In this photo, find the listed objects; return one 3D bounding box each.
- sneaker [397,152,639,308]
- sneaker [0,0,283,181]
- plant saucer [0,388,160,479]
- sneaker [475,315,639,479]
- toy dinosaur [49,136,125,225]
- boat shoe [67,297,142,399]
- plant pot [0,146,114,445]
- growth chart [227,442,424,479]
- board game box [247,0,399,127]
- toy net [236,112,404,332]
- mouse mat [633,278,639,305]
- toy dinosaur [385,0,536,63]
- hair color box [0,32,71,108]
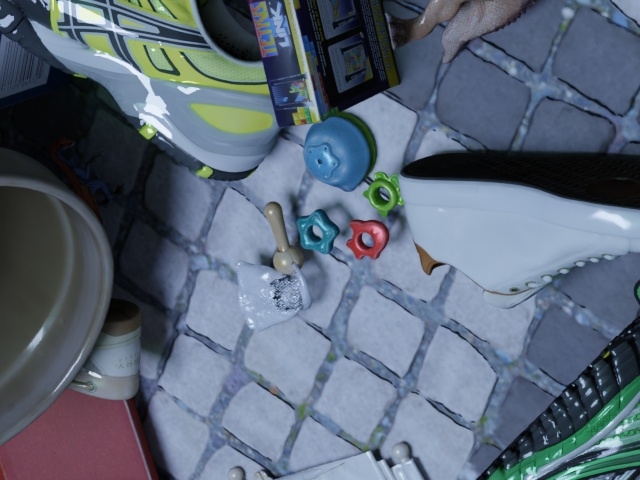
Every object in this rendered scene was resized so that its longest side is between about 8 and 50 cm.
[{"bbox_3d":[0.199,-0.002,1.470,0.290,0.106,0.123,8,115,41],"label":"sneaker"},{"bbox_3d":[-0.180,-0.218,1.577,0.384,0.145,0.147,34,115,-13],"label":"sneaker"},{"bbox_3d":[-0.288,0.178,1.867,0.258,0.047,0.259,-10,100,35],"label":"plant saucer"},{"bbox_3d":[0.213,0.226,1.514,0.146,0.134,0.343,45,125,9],"label":"sneaker"},{"bbox_3d":[-0.233,-0.062,1.733,0.082,0.090,0.047,28,146,-31],"label":"toy dinosaur"},{"bbox_3d":[-0.312,0.098,1.763,0.302,0.109,0.098,7,109,24],"label":"boat shoe"},{"bbox_3d":[-0.393,0.006,1.597,0.280,0.323,0.323,44,127,37],"label":"plant pot"},{"bbox_3d":[0.027,0.284,1.721,0.237,0.021,0.172,-16,98,35],"label":"growth chart"},{"bbox_3d":[-0.002,-0.195,1.495,0.048,0.141,0.170,-6,104,32],"label":"board game box"},{"bbox_3d":[0.000,0.000,1.626,0.122,0.045,0.232,37,124,14],"label":"toy net"},{"bbox_3d":[0.360,0.087,1.450,0.152,0.007,0.190,-31,90,36],"label":"mouse mat"},{"bbox_3d":[0.135,-0.262,1.409,0.200,0.127,0.296,-11,122,-1],"label":"toy dinosaur"},{"bbox_3d":[-0.420,-0.246,1.721,0.347,0.174,0.105,27,118,21],"label":"hair color box"}]
